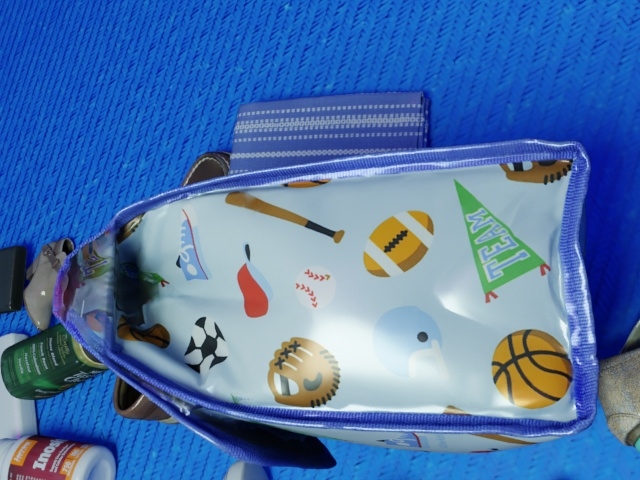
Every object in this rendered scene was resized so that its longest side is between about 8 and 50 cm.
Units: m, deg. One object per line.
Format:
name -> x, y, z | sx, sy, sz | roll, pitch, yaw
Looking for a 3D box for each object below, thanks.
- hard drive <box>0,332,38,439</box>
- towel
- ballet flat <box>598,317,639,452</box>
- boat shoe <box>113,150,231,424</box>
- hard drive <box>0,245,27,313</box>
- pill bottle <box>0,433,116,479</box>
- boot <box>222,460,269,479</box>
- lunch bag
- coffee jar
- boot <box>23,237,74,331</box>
hard drive -> -0.477, 0.308, 1.156 | 0.203, 0.040, 0.308 | -22, 69, 26
towel -> 0.000, 0.000, 0.920 | 0.243, 0.040, 0.336 | 0, 77, 22
ballet flat -> 0.357, 0.052, 0.676 | 0.316, 0.107, 0.106 | -39, 49, 18
boat shoe -> -0.170, 0.049, 0.977 | 0.123, 0.123, 0.342 | 15, 86, 32
hard drive -> -0.481, 0.062, 1.209 | 0.135, 0.022, 0.094 | -10, 74, 40
pill bottle -> -0.344, 0.293, 1.036 | 0.151, 0.086, 0.086 | 3, 81, 19
boot -> -0.104, 0.374, 0.881 | 0.123, 0.095, 0.258 | -16, 72, 20
lunch bag -> 0.023, 0.073, 0.693 | 0.385, 0.328, 0.239 | -1, 76, 13
coffee jar -> -0.319, 0.144, 1.063 | 0.184, 0.096, 0.079 | -26, 70, 25
boot -> -0.373, 0.057, 1.148 | 0.087, 0.042, 0.119 | -32, 64, 22
